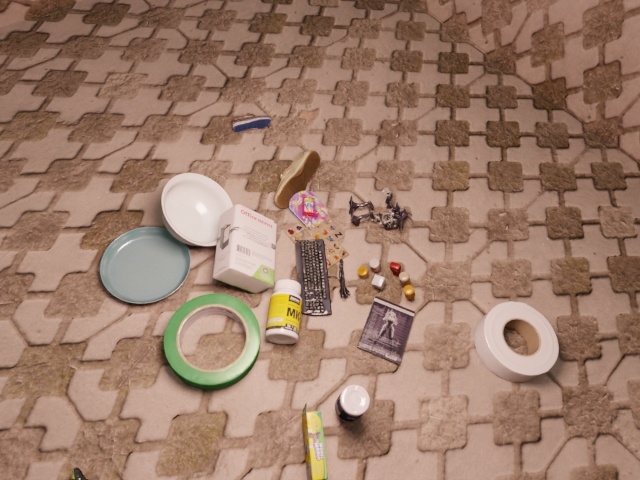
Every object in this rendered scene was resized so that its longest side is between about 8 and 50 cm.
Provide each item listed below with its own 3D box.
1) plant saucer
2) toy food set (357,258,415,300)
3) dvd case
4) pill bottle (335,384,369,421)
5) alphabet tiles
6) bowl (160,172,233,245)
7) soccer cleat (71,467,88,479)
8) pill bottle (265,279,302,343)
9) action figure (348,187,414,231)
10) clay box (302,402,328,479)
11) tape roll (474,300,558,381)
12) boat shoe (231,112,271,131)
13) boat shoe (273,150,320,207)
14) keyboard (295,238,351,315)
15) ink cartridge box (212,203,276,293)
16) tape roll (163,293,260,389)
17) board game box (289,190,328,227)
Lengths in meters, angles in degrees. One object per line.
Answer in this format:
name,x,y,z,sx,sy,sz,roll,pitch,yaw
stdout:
plant saucer,-0.641,0.093,1.755,0.317,0.044,0.318,4,59,-7
toy food set,0.267,0.150,1.852,0.232,0.104,0.111,17,70,22
dvd case,0.247,0.331,1.766,0.164,0.018,0.221,21,59,5
pill bottle,0.098,0.532,1.532,0.094,0.169,0.094,4,59,-6
alphabet tiles,0.000,0.000,1.932,0.198,0.009,0.237,-31,69,-24
bowl,-0.487,-0.097,1.809,0.297,0.134,0.298,20,58,-35
soccer cleat,-0.657,0.730,1.365,0.072,0.060,0.179,-25,72,-32
pill bottle,-0.128,0.253,1.694,0.119,0.119,0.209,7,59,-5
action figure,0.261,-0.121,1.970,0.275,0.141,0.164,1,58,-4
clay box,-0.020,0.629,1.480,0.053,0.127,0.222,0,60,-10
tape roll,0.727,0.374,1.769,0.286,0.100,0.286,4,59,-6
boat shoe,-0.319,-0.553,2.180,0.183,0.066,0.066,-13,61,-16
boat shoe,-0.116,-0.264,2.027,0.098,0.109,0.302,13,63,42
keyboard,0.010,0.136,1.831,0.201,0.033,0.317,-1,63,-9
ink cartridge box,-0.274,0.032,1.756,0.198,0.114,0.273,28,48,-37
tape roll,-0.366,0.343,1.628,0.321,0.077,0.321,4,58,-6
board game box,-0.043,-0.139,1.962,0.169,0.033,0.133,47,62,4
